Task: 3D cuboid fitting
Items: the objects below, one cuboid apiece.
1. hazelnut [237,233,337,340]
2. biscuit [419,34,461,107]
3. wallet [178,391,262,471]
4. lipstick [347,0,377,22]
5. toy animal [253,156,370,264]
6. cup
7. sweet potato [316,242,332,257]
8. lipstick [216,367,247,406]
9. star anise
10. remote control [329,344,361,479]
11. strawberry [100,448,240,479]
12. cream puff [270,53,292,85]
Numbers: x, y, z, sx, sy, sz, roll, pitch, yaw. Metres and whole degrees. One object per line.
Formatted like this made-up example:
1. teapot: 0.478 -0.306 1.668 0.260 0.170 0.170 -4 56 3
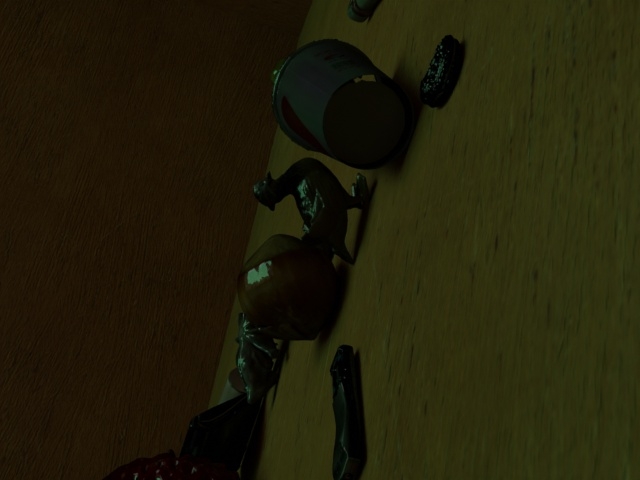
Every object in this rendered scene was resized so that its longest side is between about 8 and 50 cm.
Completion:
1. hazelnut: -0.048 0.078 1.247 0.182 0.182 0.182 -164 90 -81
2. biscuit: 0.151 -0.212 0.938 0.089 0.027 0.087 148 136 -77
3. wallet: -0.228 0.452 1.627 0.262 0.071 0.221 -14 -56 -62
4. lipstick: 0.110 -0.555 1.674 0.186 0.057 0.063 167 118 -76
5. toy animal: -0.009 -0.044 1.190 0.089 0.179 0.188 125 133 -69
6. cup: 0.039 -0.204 1.157 0.288 0.203 0.203 -124 50 -69
7. sweet potato: 0.000 0.000 1.385 0.068 0.060 0.206 4 -88 -65
8. lipstick: -0.232 0.462 1.875 0.087 0.087 0.327 -88 17 -56
9. star anise: -0.127 0.227 1.617 0.198 0.110 0.258 -150 68 -63
10. remote control: 0.030 0.213 0.931 0.212 0.028 0.059 -90 20 -60
11. strawberry: -0.260 0.560 1.346 0.295 0.317 0.345 -60 30 3
12. cream puff: -0.043 -0.399 1.970 0.221 0.194 0.195 -82 12 -62
